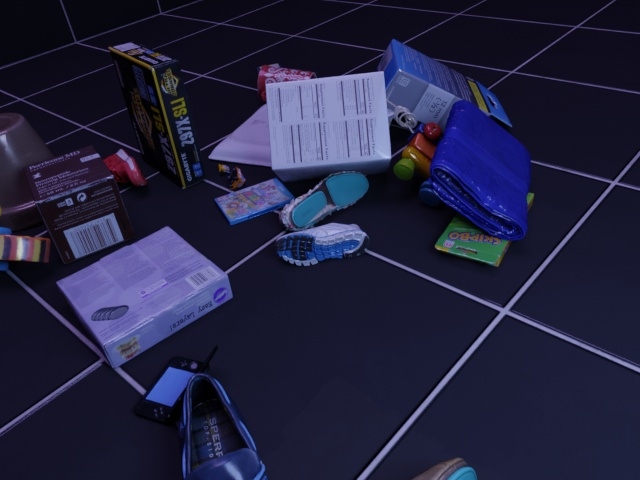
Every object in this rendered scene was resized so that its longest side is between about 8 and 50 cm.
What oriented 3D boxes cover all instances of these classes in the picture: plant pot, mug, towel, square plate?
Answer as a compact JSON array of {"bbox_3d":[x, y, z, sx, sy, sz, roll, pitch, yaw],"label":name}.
[{"bbox_3d":[-0.774,-0.184,1.415,0.262,0.229,0.263,-5,37,4],"label":"plant pot"},{"bbox_3d":[-0.107,-0.483,1.815,0.169,0.113,0.150,9,73,15],"label":"mug"},{"bbox_3d":[0.331,-0.148,1.166,0.227,0.076,0.308,37,42,-8],"label":"towel"},{"bbox_3d":[-0.093,-0.313,1.610,0.343,0.049,0.347,10,39,22],"label":"square plate"}]

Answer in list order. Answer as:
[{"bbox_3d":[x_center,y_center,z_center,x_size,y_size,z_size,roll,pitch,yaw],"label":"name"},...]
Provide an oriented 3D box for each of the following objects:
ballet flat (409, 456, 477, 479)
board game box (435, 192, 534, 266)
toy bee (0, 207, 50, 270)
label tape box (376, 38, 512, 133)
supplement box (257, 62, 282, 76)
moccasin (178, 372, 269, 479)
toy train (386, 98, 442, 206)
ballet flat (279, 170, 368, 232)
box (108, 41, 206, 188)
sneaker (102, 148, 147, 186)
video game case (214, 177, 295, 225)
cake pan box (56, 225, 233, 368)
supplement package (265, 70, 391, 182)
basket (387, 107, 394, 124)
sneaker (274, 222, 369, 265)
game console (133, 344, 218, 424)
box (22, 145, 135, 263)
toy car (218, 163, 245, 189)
[{"bbox_3d":[0.065,0.377,0.613,0.124,0.116,0.342,-5,35,37],"label":"ballet flat"},{"bbox_3d":[0.338,-0.033,1.157,0.124,0.039,0.259,16,40,29],"label":"board game box"},{"bbox_3d":[-0.735,0.026,1.185,0.298,0.195,0.162,-22,-12,17],"label":"toy bee"},{"bbox_3d":[0.331,-0.398,1.560,0.347,0.115,0.249,23,34,-14],"label":"label tape box"},{"bbox_3d":[-0.171,-0.571,1.967,0.083,0.056,0.083,-13,36,-7],"label":"supplement box"},{"bbox_3d":[-0.131,0.312,0.710,0.137,0.117,0.342,-21,38,-17],"label":"moccasin"},{"bbox_3d":[0.207,-0.197,1.274,0.248,0.105,0.143,39,60,-2],"label":"toy train"},{"bbox_3d":[0.001,-0.094,1.272,0.240,0.091,0.077,-28,15,-31],"label":"ballet flat"},{"bbox_3d":[-0.417,-0.323,1.455,0.079,0.322,0.257,-30,42,-30],"label":"box"},{"bbox_3d":[-0.541,-0.165,1.485,0.128,0.087,0.221,-32,30,-17],"label":"sneaker"},{"bbox_3d":[-0.158,-0.096,1.355,0.166,0.015,0.119,-21,38,-17],"label":"video game case"},{"bbox_3d":[-0.337,0.092,1.092,0.266,0.070,0.245,-32,45,-29],"label":"cake pan box"},{"bbox_3d":[0.022,-0.256,1.320,0.262,0.198,0.199,-5,-2,4],"label":"supplement package"},{"bbox_3d":[0.097,-0.330,1.509,0.113,0.103,0.167,-30,60,-35],"label":"basket"},{"bbox_3d":[0.000,0.000,1.161,0.190,0.072,0.083,-4,29,-8],"label":"sneaker"},{"bbox_3d":[-0.228,0.219,0.894,0.107,0.071,0.122,9,39,21],"label":"game console"},{"bbox_3d":[-0.550,-0.086,1.288,0.168,0.167,0.203,-25,39,-21],"label":"box"},{"bbox_3d":[-0.222,-0.177,1.446,0.040,0.060,0.122,9,33,-33],"label":"toy car"}]
